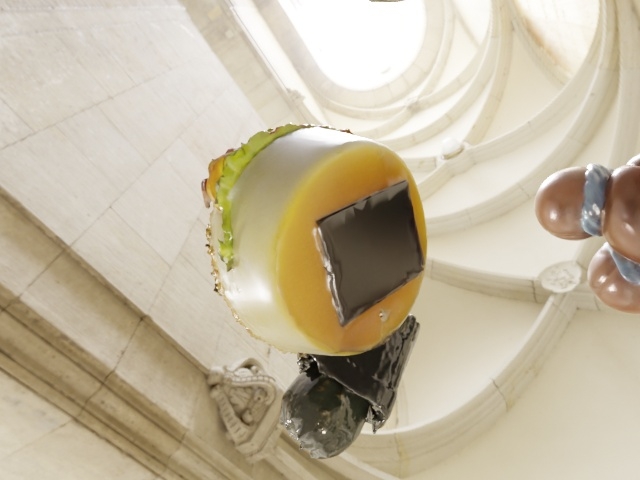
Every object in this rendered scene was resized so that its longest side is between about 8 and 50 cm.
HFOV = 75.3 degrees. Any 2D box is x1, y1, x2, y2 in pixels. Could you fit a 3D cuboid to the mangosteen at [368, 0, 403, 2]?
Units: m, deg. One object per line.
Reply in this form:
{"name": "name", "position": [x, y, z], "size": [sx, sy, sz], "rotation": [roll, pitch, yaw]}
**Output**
{"name": "mangosteen", "position": [0.062, -0.329, 0.348], "size": [0.243, 0.243, 0.243], "rotation": [-29, -154, 16]}

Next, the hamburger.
{"name": "hamburger", "position": [0.000, 0.000, 0.519], "size": [0.276, 0.294, 0.179], "rotation": [-30, -158, -34]}

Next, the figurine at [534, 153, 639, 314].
{"name": "figurine", "position": [0.500, -0.027, 0.565], "size": [0.248, 0.276, 0.388], "rotation": [-33, 175, 11]}

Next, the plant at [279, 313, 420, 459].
{"name": "plant", "position": [0.047, 0.204, 0.634], "size": [0.164, 0.142, 0.256], "rotation": [36, -118, 20]}
